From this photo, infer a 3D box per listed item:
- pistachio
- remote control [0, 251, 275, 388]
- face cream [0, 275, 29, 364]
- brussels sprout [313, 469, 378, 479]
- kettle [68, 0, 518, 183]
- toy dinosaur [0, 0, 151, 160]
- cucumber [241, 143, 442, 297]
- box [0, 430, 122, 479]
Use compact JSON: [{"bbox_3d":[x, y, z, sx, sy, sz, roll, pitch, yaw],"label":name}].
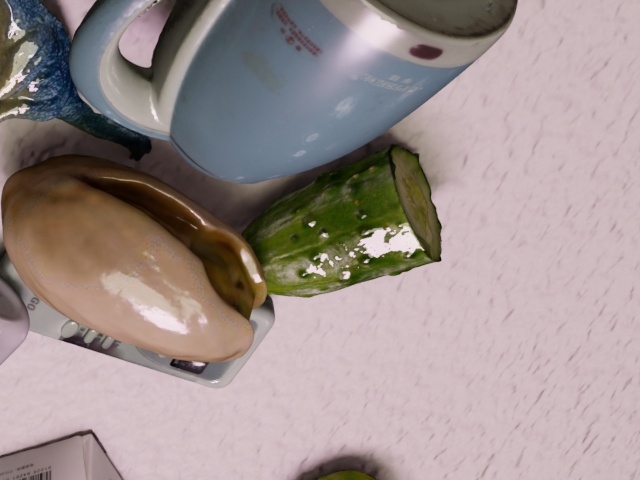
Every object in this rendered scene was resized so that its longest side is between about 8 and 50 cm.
[{"bbox_3d":[-0.191,0.026,1.821,0.288,0.166,0.197,36,136,-14],"label":"pistachio"},{"bbox_3d":[-0.201,0.069,1.974,0.296,0.056,0.140,20,125,-25],"label":"remote control"},{"bbox_3d":[-0.452,0.131,1.959,0.163,0.080,0.337,38,127,-15],"label":"face cream"},{"bbox_3d":[0.026,0.337,2.226,0.149,0.122,0.151,12,165,-13],"label":"brussels sprout"},{"bbox_3d":[-0.051,-0.187,1.634,0.319,0.247,0.342,13,142,-35],"label":"kettle"},{"bbox_3d":[-0.280,-0.168,1.730,0.147,0.076,0.363,-23,139,0],"label":"toy dinosaur"},{"bbox_3d":[0.001,-0.001,1.903,0.244,0.134,0.134,-21,133,15],"label":"cucumber"},{"bbox_3d":[-0.310,0.381,2.214,0.200,0.106,0.299,-16,132,9],"label":"box"}]
